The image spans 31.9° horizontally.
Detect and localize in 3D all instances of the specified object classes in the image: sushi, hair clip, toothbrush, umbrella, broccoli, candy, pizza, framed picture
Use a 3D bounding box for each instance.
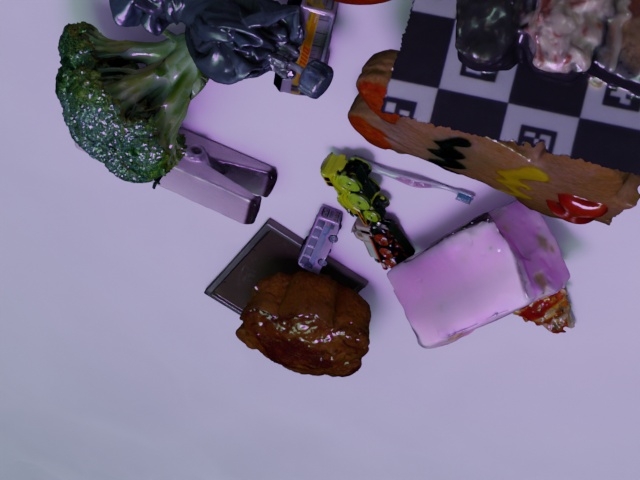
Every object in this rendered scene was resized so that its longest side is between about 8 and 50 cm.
[{"bbox_3d":[0.278,-0.247,1.267,0.373,0.296,0.100,16,180,11],"label":"sushi"},{"bbox_3d":[-0.236,-0.136,1.832,0.331,0.101,0.085,25,145,3],"label":"hair clip"},{"bbox_3d":[0.139,-0.095,1.736,0.204,0.022,0.017,20,139,11],"label":"toothbrush"},{"bbox_3d":[-0.136,-0.297,1.530,0.349,0.094,0.143,35,120,15],"label":"umbrella"},{"bbox_3d":[-0.263,-0.230,1.660,0.269,0.254,0.269,-1,110,-2],"label":"broccoli"},{"bbox_3d":[0.237,0.057,1.734,0.265,0.116,0.155,-34,81,47],"label":"candy"},{"bbox_3d":[0.343,0.095,1.809,0.199,0.062,0.188,41,141,-20],"label":"pizza"},{"bbox_3d":[-0.069,0.086,2.055,0.213,0.016,0.289,32,141,-10],"label":"framed picture"}]

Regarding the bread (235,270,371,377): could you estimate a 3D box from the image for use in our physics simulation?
[{"bbox_3d":[-0.029,0.147,1.957,0.232,0.135,0.247,32,150,-30],"label":"bread"}]

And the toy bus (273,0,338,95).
[{"bbox_3d":[-0.020,-0.278,1.582,0.072,0.057,0.172,14,141,0],"label":"toy bus"}]

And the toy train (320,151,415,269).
[{"bbox_3d":[0.078,-0.040,1.799,0.085,0.053,0.249,11,147,36],"label":"toy train"}]

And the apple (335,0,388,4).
[{"bbox_3d":[0.053,-0.395,1.266,0.272,0.206,0.251,-33,85,49],"label":"apple"}]

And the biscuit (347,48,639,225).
[{"bbox_3d":[0.224,-0.118,1.486,0.394,0.076,0.368,24,173,1],"label":"biscuit"}]

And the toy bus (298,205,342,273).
[{"bbox_3d":[0.000,0.000,1.889,0.052,0.037,0.130,20,134,-5],"label":"toy bus"}]
